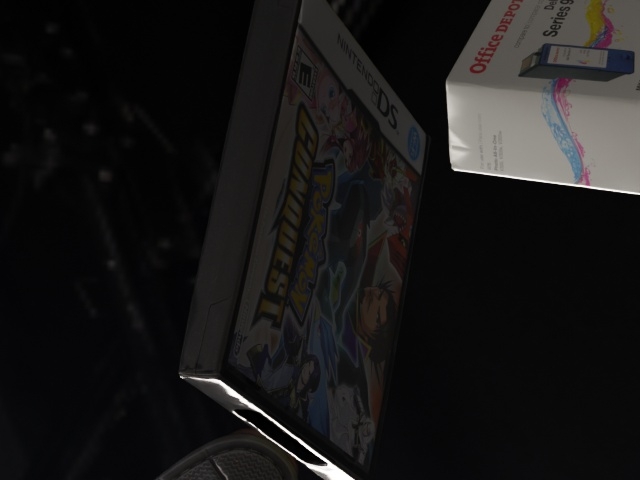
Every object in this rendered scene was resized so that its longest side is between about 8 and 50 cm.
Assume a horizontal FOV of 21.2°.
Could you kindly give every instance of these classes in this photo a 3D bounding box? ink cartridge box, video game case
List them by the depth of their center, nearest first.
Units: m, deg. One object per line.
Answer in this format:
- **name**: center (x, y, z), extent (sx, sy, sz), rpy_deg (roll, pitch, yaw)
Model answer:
- **video game case**: center (0.000, 0.000, 1.130), extent (0.035, 0.248, 0.274), rpy_deg (1, -113, 24)
- **ink cartridge box**: center (0.219, -0.116, 1.332), extent (0.212, 0.154, 0.093), rpy_deg (7, -51, 22)

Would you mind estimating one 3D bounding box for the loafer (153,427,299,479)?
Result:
- **loafer**: center (-0.111, 0.248, 1.249), extent (0.109, 0.095, 0.302), rpy_deg (33, -72, 0)
